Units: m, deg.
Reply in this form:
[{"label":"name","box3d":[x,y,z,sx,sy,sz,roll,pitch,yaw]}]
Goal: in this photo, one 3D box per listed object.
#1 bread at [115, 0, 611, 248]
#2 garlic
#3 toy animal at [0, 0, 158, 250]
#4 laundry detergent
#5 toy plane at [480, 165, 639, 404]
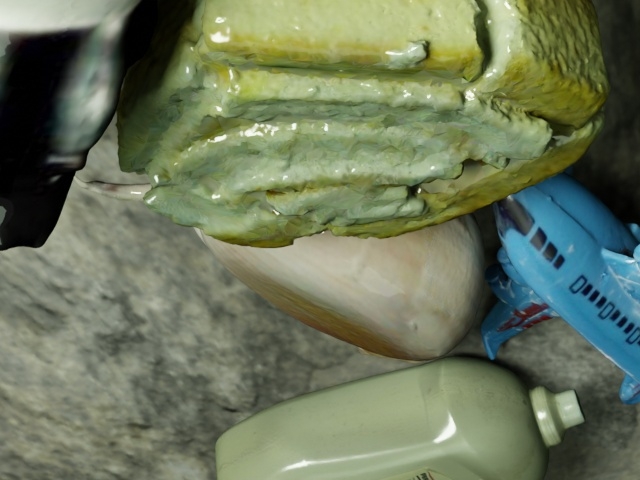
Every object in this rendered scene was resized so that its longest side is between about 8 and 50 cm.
[{"label":"bread","box3d":[0.023,-0.090,0.851,0.257,0.124,0.186,-3,149,-1]},{"label":"garlic","box3d":[-0.001,-0.004,0.997,0.266,0.128,0.148,36,110,-28]},{"label":"toy animal","box3d":[-0.152,-0.153,0.712,0.212,0.213,0.267,12,131,-24]},{"label":"laundry detergent","box3d":[0.064,0.158,1.181,0.253,0.091,0.181,-19,141,9]},{"label":"toy plane","box3d":[0.185,0.031,1.038,0.254,0.105,0.271,-1,138,42]}]
